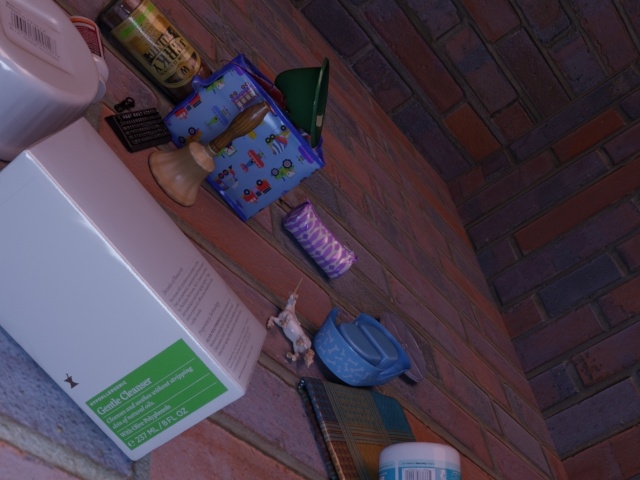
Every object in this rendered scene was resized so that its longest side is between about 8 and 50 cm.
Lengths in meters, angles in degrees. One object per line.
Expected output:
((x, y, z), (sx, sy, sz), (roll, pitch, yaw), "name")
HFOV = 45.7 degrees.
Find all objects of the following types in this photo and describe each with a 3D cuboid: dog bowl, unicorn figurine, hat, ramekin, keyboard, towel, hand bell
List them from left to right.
((-0.448, -0.260, 1.077), (0.277, 0.135, 0.277), (47, 21, -25), "ramekin")
((-0.346, -0.227, 1.445), (0.108, 0.023, 0.180), (55, 18, -4), "keyboard")
((-0.188, -0.180, 1.413), (0.126, 0.242, 0.126), (48, 20, -24), "hand bell")
((-0.085, -0.293, 1.497), (0.173, 0.183, 0.208), (-77, 174, -46), "hat")
((-0.055, 0.165, 1.477), (0.111, 0.060, 0.162), (-20, 94, -71), "unicorn figurine")
((0.087, 0.236, 1.628), (0.166, 0.074, 0.297), (51, 16, 25), "dog bowl")
((0.104, 0.409, 1.486), (0.370, 0.040, 0.271), (26, 34, -52), "towel")

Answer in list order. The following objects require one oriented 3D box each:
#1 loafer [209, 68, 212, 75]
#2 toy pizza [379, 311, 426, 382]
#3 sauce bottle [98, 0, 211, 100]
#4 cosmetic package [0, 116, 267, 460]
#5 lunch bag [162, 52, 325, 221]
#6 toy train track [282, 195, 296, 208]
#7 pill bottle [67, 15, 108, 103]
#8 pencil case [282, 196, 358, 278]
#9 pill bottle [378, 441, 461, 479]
((-0.285, -0.380, 1.750), (0.220, 0.078, 0.080), (48, 21, -24), "loafer")
((0.205, 0.276, 1.949), (0.201, 0.032, 0.201), (48, 22, -26), "toy pizza")
((-0.315, -0.384, 1.636), (0.344, 0.111, 0.111), (44, 22, -27), "sauce bottle")
((-0.260, 0.060, 0.926), (0.365, 0.197, 0.155), (49, 21, -14), "cosmetic package")
((-0.166, -0.221, 1.565), (0.293, 0.221, 0.138), (46, 21, -28), "lunch bag")
((-0.086, -0.098, 1.882), (0.083, 0.014, 0.048), (45, 14, -44), "toy train track")
((-0.415, -0.311, 1.316), (0.086, 0.086, 0.152), (33, 30, -49), "pill bottle")
((0.000, 0.000, 1.815), (0.206, 0.088, 0.086), (47, 19, -22), "pencil case")
((0.171, 0.488, 1.295), (0.146, 0.146, 0.264), (35, 49, -46), "pill bottle")
